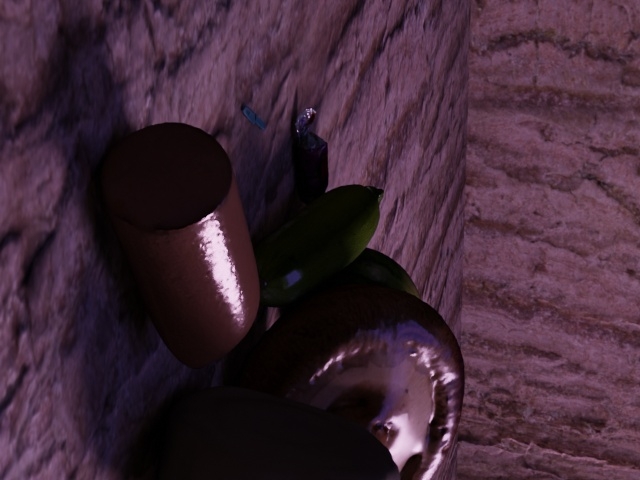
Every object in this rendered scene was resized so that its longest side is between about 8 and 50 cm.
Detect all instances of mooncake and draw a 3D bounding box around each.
[{"bbox_3d":[-0.047,0.258,1.458,0.275,0.275,0.135,-21,124,-74],"label":"mooncake"}]

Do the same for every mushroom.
[{"bbox_3d":[0.036,0.212,1.745,0.345,0.239,0.345,-29,151,-18],"label":"mushroom"}]

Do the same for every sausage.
[{"bbox_3d":[-0.126,0.011,1.294,0.253,0.123,0.123,82,21,-55],"label":"sausage"}]

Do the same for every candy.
[{"bbox_3d":[-0.011,-0.102,1.855,0.175,0.043,0.045,86,28,-42],"label":"candy"}]

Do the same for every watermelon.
[{"bbox_3d":[0.041,0.098,1.918,0.188,0.215,0.188,-59,-172,13],"label":"watermelon"}]

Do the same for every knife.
[{"bbox_3d":[-0.081,-0.147,1.627,0.091,0.005,0.014,38,59,-74],"label":"knife"}]

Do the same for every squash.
[{"bbox_3d":[0.000,0.000,1.791,0.379,0.101,0.101,-43,139,-59],"label":"squash"}]
